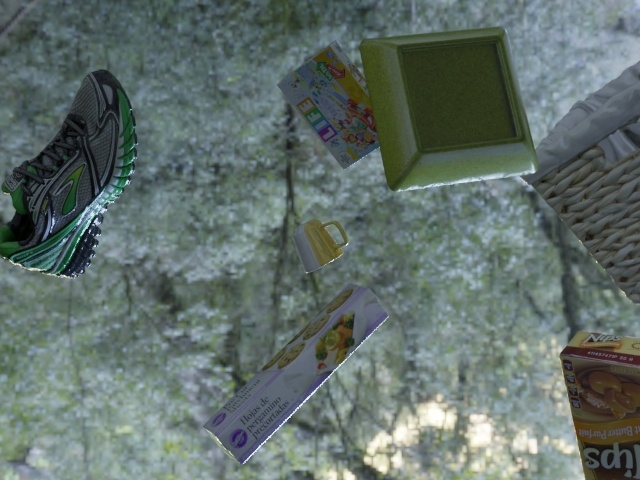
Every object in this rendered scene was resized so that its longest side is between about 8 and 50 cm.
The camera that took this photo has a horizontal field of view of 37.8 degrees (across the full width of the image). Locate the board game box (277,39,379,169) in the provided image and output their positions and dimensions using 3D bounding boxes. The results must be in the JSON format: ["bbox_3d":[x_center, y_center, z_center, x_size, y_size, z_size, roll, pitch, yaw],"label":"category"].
[{"bbox_3d":[0.027,-0.185,1.293,0.103,0.154,0.026,-31,-165,34],"label":"board game box"}]

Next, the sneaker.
[{"bbox_3d":[-0.372,-0.091,1.361,0.146,0.343,0.134,9,-153,-39],"label":"sneaker"}]

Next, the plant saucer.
[{"bbox_3d":[0.155,-0.162,1.077,0.188,0.188,0.045,-8,169,-13],"label":"plant saucer"}]

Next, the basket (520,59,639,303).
[{"bbox_3d":[0.520,-0.136,1.320,0.328,0.266,0.331,-36,-177,41],"label":"basket"}]

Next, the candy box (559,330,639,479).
[{"bbox_3d":[0.530,0.315,1.583,0.183,0.316,0.087,4,-151,42],"label":"candy box"}]

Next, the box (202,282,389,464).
[{"bbox_3d":[-0.033,0.195,1.409,0.063,0.324,0.067,53,162,-19],"label":"box"}]

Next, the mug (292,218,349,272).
[{"bbox_3d":[-0.002,0.001,1.322,0.078,0.064,0.062,-28,-177,1],"label":"mug"}]
